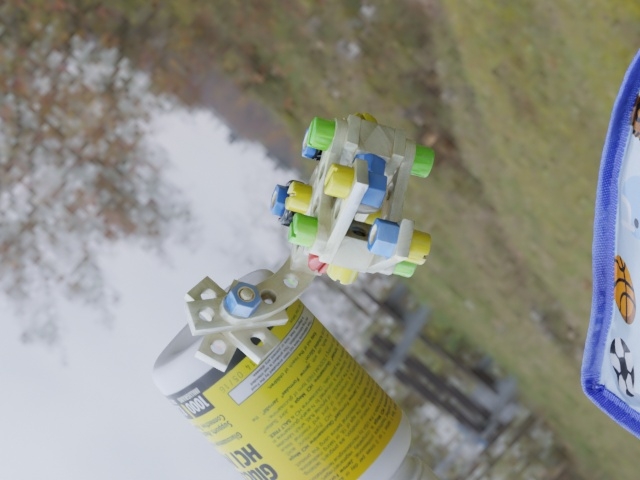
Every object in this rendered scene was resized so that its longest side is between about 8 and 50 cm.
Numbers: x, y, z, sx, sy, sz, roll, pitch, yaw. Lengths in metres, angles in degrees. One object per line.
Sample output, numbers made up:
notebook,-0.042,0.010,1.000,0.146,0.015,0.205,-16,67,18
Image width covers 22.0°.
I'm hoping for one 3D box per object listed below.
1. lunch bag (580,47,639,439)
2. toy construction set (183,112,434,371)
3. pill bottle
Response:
lunch bag,0.376,-0.041,1.141,0.239,0.328,0.385,39,139,50
toy construction set,0.000,0.000,1.587,0.151,0.328,0.215,23,-130,-24
pill bottle,-0.019,0.210,1.891,0.334,0.188,0.188,47,-176,-9
